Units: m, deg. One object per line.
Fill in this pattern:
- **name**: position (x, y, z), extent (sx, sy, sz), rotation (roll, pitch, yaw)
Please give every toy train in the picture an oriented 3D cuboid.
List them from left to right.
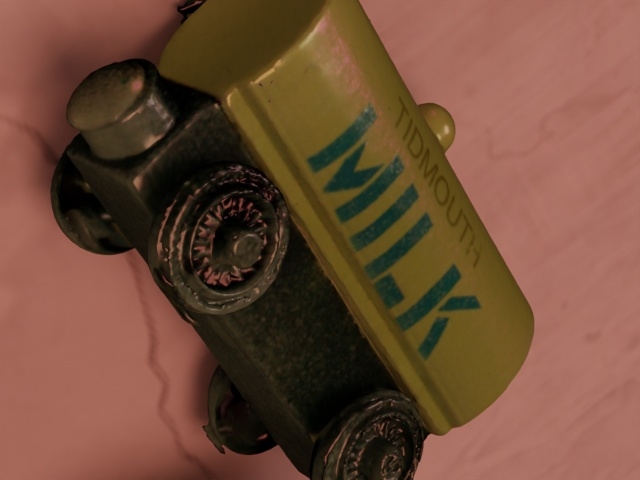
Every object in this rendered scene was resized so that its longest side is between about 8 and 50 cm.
- **toy train**: position (0.000, 0.000, 0.716), extent (0.157, 0.105, 0.253), rotation (-47, 129, -17)
